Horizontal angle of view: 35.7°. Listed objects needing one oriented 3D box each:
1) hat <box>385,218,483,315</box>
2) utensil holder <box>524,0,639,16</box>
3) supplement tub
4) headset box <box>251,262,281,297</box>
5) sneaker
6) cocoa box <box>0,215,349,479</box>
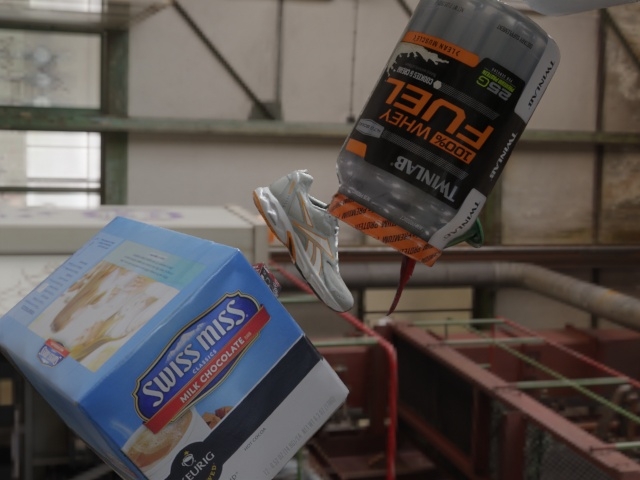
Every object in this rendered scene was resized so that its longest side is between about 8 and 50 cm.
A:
[{"bbox_3d":[0.143,-0.012,1.593,0.208,0.184,0.173,59,-7,0],"label":"hat"},{"bbox_3d":[0.419,-0.445,1.143,0.385,0.328,0.327,-6,-97,40],"label":"utensil holder"},{"bbox_3d":[0.146,-0.138,1.242,0.316,0.194,0.193,-63,-160,2],"label":"supplement tub"},{"bbox_3d":[-0.096,0.081,1.570,0.062,0.032,0.083,56,35,-37],"label":"headset box"},{"bbox_3d":[0.000,0.000,1.673,0.262,0.121,0.099,57,-2,-15],"label":"sneaker"},{"bbox_3d":[-0.188,0.139,1.139,0.347,0.231,0.228,13,-38,57],"label":"cocoa box"}]
